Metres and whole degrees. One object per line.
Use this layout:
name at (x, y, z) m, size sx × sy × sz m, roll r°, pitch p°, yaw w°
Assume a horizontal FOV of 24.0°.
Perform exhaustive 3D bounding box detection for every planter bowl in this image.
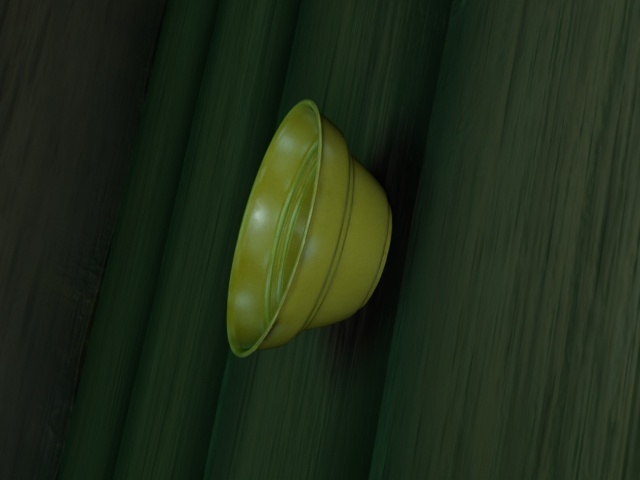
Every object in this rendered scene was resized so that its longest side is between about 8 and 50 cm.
planter bowl at (0.000, 0.000, 1.230) m, size 0.217 × 0.090 × 0.217 m, roll -165°, pitch 90°, yaw -74°
